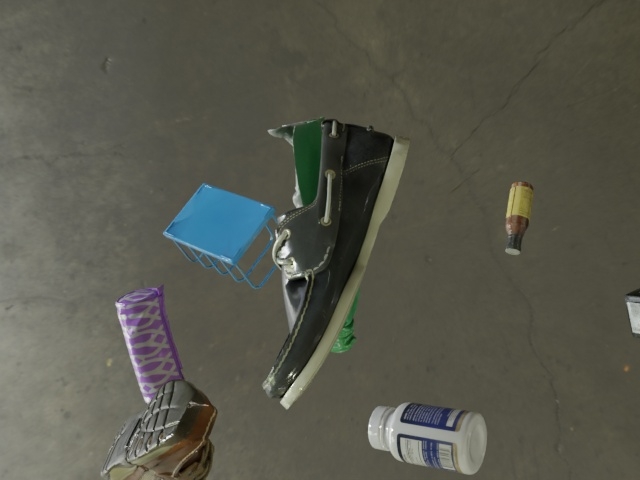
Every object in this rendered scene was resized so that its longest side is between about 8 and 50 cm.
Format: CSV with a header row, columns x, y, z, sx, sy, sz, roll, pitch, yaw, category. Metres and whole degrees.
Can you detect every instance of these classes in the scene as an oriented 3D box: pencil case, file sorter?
x,y,z,sx,sy,sz,roll,pitch,yaw,category
-0.281,0.181,1.336,0.088,0.086,0.206,-8,107,24,pencil case
-0.156,-0.004,1.350,0.170,0.104,0.118,20,64,35,file sorter

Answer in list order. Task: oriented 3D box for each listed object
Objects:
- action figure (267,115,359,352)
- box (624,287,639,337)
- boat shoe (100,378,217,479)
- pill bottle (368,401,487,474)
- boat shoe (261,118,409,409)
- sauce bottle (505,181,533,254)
x,y,z,sx,sy,sz,roll,pitch,yaw,category
0.000,0.000,0.764,0.063,0.137,0.232,-8,100,17,action figure
0.450,0.049,0.784,0.220,0.175,0.051,-18,98,-23,box
-0.203,0.284,1.090,0.120,0.324,0.122,32,57,-13,boat shoe
0.164,0.303,1.225,0.169,0.094,0.094,2,91,33,pill bottle
-0.002,0.012,0.595,0.079,0.084,0.233,21,68,-2,boat shoe
0.339,-0.038,1.353,0.042,0.042,0.128,13,71,5,sauce bottle
